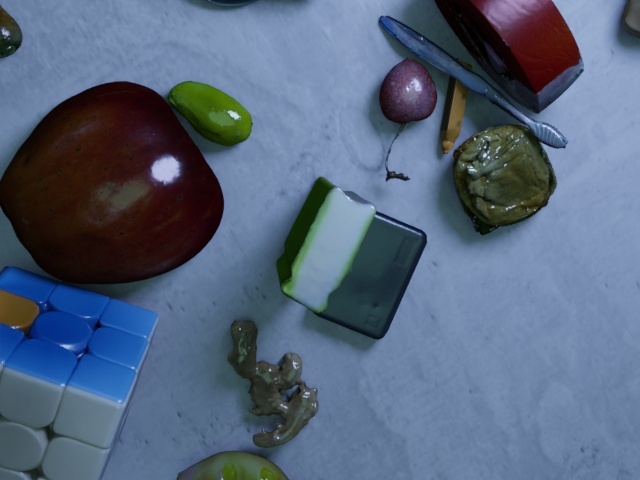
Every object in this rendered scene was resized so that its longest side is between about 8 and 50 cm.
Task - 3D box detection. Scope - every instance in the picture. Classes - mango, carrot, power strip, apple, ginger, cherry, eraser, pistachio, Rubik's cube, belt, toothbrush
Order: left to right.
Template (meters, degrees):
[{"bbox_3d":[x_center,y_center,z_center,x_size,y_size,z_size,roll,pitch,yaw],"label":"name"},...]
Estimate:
[{"bbox_3d":[-0.626,-0.453,1.392,0.078,0.078,0.298,-33,97,1],"label":"carrot"},{"bbox_3d":[-0.475,0.261,1.373,0.291,0.290,0.291,19,113,-8],"label":"Rubik's cube"},{"bbox_3d":[-0.375,-0.090,1.443,0.364,0.295,0.329,-23,62,-1],"label":"apple"},{"bbox_3d":[-0.200,-0.231,1.453,0.165,0.074,0.091,26,97,-8],"label":"mango"},{"bbox_3d":[-0.093,0.265,1.553,0.149,0.065,0.259,-19,94,-14],"label":"ginger"},{"bbox_3d":[0.000,0.000,1.405,0.092,0.274,0.210,26,97,-9],"label":"eraser"},{"bbox_3d":[0.163,-0.222,1.474,0.106,0.090,0.226,-3,99,-6],"label":"cherry"},{"bbox_3d":[0.250,-0.249,1.498,0.028,0.049,0.178,8,98,-10],"label":"power strip"},{"bbox_3d":[0.270,-0.288,1.441,0.413,0.042,0.035,38,113,10],"label":"toothbrush"},{"bbox_3d":[0.326,-0.367,1.394,0.115,0.227,0.324,-40,102,4],"label":"belt"},{"bbox_3d":[0.624,-0.423,1.468,0.149,0.113,0.113,-11,100,-1],"label":"pistachio"}]

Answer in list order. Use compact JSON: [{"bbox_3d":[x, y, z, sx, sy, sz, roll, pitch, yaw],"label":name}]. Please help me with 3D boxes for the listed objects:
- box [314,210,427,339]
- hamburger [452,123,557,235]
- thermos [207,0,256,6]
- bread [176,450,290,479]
[{"bbox_3d":[0.094,0.063,1.535,0.160,0.050,0.230,22,97,-8],"label":"box"},{"bbox_3d":[0.338,-0.124,1.501,0.183,0.130,0.206,-26,119,2],"label":"hamburger"},{"bbox_3d":[-0.116,-0.498,1.393,0.286,0.145,0.182,0,132,-2],"label":"thermos"},{"bbox_3d":[-0.149,0.492,1.536,0.260,0.158,0.156,8,95,-8],"label":"bread"}]
